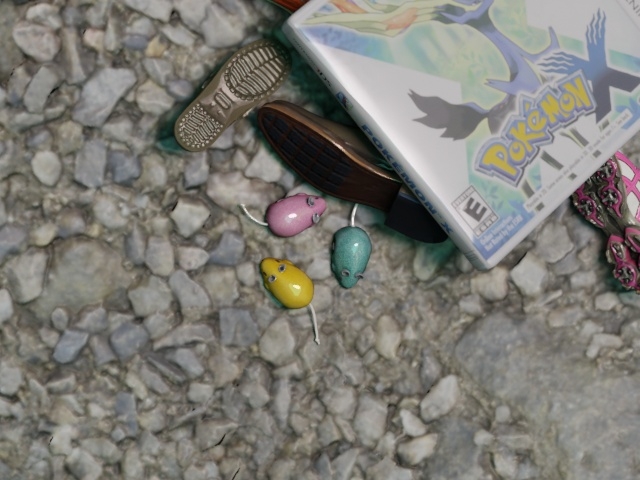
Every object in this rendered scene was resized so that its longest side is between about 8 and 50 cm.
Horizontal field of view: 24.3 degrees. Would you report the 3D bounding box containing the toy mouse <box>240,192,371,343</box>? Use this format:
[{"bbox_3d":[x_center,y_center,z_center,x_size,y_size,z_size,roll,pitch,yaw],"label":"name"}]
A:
[{"bbox_3d":[0.000,0.000,1.468,0.143,0.031,0.161,-43,101,-3],"label":"toy mouse"}]

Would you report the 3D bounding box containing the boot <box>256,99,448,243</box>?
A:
[{"bbox_3d":[0.049,-0.093,1.455,0.219,0.082,0.106,33,56,-3],"label":"boot"}]

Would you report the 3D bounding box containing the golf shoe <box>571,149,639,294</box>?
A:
[{"bbox_3d":[0.309,-0.039,1.511,0.086,0.067,0.186,-28,93,-43],"label":"golf shoe"}]

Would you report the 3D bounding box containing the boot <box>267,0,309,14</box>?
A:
[{"bbox_3d":[-0.014,-0.241,1.414,0.158,0.084,0.059,18,91,-13],"label":"boot"}]

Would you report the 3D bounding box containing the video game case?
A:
[{"bbox_3d":[0.175,-0.187,1.424,0.329,0.036,0.300,-41,96,-18],"label":"video game case"}]

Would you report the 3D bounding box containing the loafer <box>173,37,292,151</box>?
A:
[{"bbox_3d":[-0.090,-0.141,1.430,0.148,0.050,0.056,-41,102,-19],"label":"loafer"}]
